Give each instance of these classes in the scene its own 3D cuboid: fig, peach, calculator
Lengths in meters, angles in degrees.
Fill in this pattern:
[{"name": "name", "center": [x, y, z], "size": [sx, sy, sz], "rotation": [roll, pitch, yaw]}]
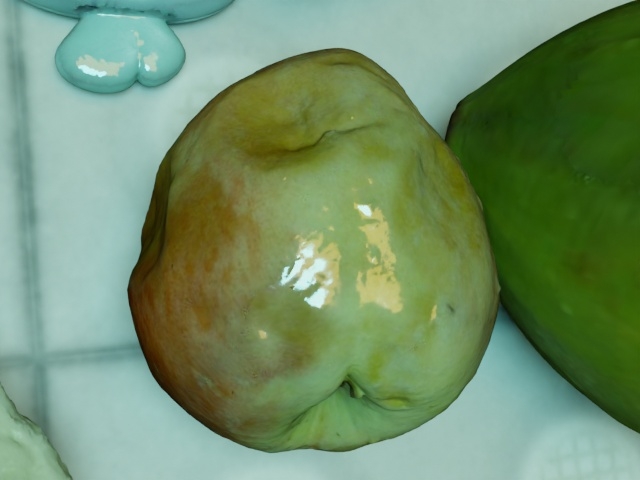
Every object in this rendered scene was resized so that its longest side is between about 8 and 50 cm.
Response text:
[{"name": "fig", "center": [0.230, -0.019, 0.564], "size": [0.316, 0.316, 0.316], "rotation": [3, 82, -18]}, {"name": "peach", "center": [0.000, 0.000, 0.522], "size": [0.214, 0.214, 0.235], "rotation": [8, 64, -18]}, {"name": "calculator", "center": [-0.131, -0.241, 0.583], "size": [0.184, 0.042, 0.295], "rotation": [-1, 82, -19]}]

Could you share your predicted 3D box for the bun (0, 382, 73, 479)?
[{"name": "bun", "center": [-0.229, 0.146, 0.452], "size": [0.229, 0.145, 0.229], "rotation": [1, 110, 2]}]
